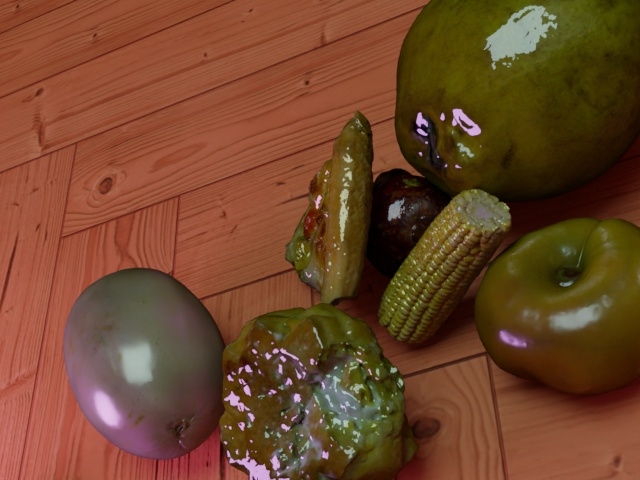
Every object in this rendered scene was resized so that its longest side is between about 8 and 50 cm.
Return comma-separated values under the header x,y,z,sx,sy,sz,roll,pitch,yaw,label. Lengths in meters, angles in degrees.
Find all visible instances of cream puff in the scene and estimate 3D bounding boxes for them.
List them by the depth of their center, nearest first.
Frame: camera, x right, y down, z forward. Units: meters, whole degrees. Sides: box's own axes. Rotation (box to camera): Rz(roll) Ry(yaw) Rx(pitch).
x,y,z,sx,sy,sz,roll,pitch,yaw,label
0.006,0.209,1.413,0.282,0.185,0.282,-6,80,37,cream puff

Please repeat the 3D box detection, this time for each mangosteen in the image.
x,y,z,sx,sy,sz,roll,pitch,yaw,label
0.123,-0.017,1.588,0.145,0.181,0.156,25,84,-2,mangosteen

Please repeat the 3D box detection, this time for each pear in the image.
x,y,z,sx,sy,sz,roll,pitch,yaw,label
0.288,-0.226,1.504,0.352,0.352,0.413,28,72,44,pear

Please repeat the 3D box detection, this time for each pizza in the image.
x,y,z,sx,sy,sz,roll,pitch,yaw,label
0.000,0.000,1.573,0.075,0.288,0.280,11,63,-14,pizza

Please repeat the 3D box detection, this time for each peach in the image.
x,y,z,sx,sy,sz,roll,pitch,yaw,label
0.315,0.073,1.370,0.251,0.153,0.251,-12,36,9,peach

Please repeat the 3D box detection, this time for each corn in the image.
x,y,z,sx,sy,sz,roll,pitch,yaw,label
0.156,0.037,1.451,0.093,0.093,0.244,-100,32,-44,corn

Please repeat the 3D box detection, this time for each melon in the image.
x,y,z,sx,sy,sz,roll,pitch,yaw,label
-0.245,0.168,1.581,0.223,0.223,0.317,-37,38,-1,melon
